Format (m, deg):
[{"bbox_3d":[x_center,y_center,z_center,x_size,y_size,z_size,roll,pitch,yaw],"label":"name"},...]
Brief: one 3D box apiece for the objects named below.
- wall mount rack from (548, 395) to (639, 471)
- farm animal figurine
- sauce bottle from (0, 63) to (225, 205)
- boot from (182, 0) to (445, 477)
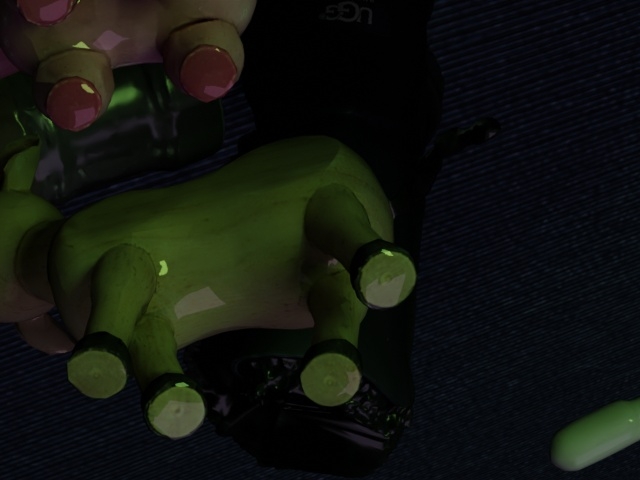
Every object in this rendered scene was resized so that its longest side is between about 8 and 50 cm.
[{"bbox_3d":[0.185,-0.077,0.774,0.304,0.350,0.130,-30,-172,-39],"label":"wall mount rack"},{"bbox_3d":[-0.165,-0.017,0.604,0.330,0.172,0.327,38,102,-20],"label":"farm animal figurine"},{"bbox_3d":[-0.206,-0.011,0.735,0.344,0.111,0.111,-18,155,-17],"label":"sauce bottle"},{"bbox_3d":[0.000,0.000,0.825,0.094,0.207,0.246,8,163,1],"label":"boot"}]
